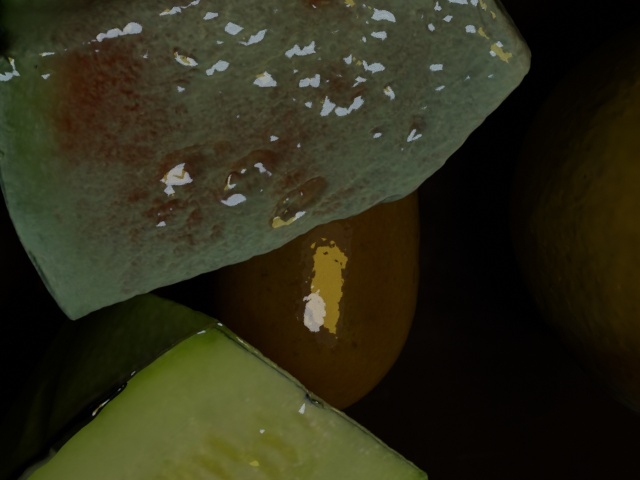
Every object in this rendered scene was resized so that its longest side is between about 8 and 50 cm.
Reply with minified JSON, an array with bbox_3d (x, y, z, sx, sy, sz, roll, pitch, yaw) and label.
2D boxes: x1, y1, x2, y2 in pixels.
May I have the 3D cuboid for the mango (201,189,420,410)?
[{"bbox_3d":[-0.004,0.002,1.160,0.151,0.120,0.221,1,95,-48],"label":"mango"}]

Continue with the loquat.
[{"bbox_3d":[0.296,-0.005,1.335,0.328,0.328,0.359,-46,174,-24],"label":"loquat"}]

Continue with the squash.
[{"bbox_3d":[-0.124,0.213,1.044,0.233,0.210,0.309,40,69,-32],"label":"squash"}]

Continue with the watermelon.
[{"bbox_3d":[-0.010,-0.127,1.001,0.387,0.258,0.228,-55,152,-33],"label":"watermelon"}]
